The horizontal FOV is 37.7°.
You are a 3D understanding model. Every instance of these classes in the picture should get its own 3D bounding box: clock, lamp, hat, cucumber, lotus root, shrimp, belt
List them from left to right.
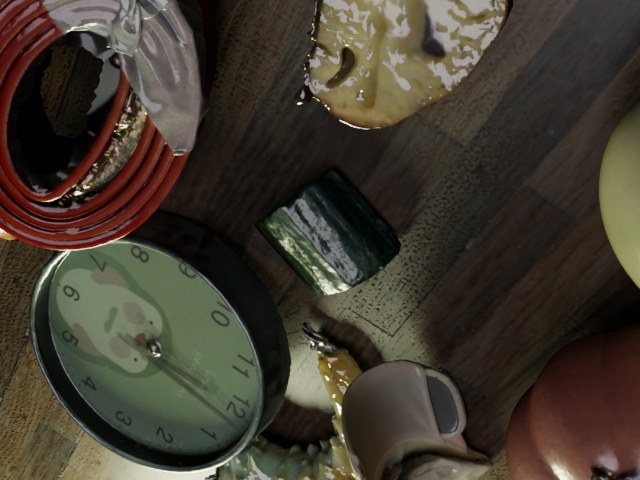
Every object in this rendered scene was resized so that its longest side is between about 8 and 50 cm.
[{"bbox_3d":[-0.218,-0.144,0.866,0.227,0.115,0.324,21,123,-14],"label":"belt"},{"bbox_3d":[-0.189,0.123,1.078,0.318,0.066,0.319,9,116,20],"label":"clock"},{"bbox_3d":[-0.006,0.243,1.124,0.185,0.068,0.287,30,128,-3],"label":"shrimp"},{"bbox_3d":[0.000,0.000,0.952,0.116,0.062,0.115,-32,104,35],"label":"cucumber"},{"bbox_3d":[0.069,0.260,1.033,0.226,0.219,0.164,53,138,-4],"label":"hat"},{"bbox_3d":[0.072,-0.209,0.764,0.170,0.074,0.261,24,128,4],"label":"lotus root"},{"bbox_3d":[0.320,0.226,0.865,0.305,0.240,0.306,12,127,16],"label":"lamp"}]

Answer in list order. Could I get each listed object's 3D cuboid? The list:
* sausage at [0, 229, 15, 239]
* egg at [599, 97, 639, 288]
[{"bbox_3d":[-0.361,-0.104,1.005,0.098,0.098,0.238,8,125,17],"label":"sausage"},{"bbox_3d":[0.321,-0.021,0.723,0.186,0.186,0.242,-30,114,35],"label":"egg"}]
